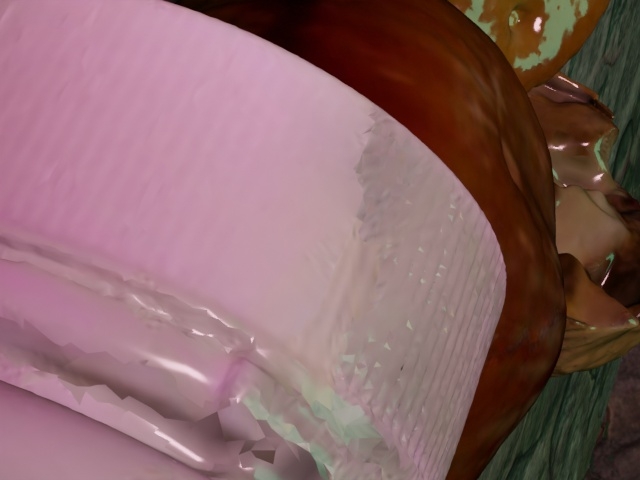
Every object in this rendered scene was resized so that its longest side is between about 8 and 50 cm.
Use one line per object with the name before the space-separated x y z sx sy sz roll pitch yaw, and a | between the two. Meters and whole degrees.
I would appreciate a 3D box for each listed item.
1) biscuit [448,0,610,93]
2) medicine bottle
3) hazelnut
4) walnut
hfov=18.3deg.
biscuit | 0.080 -0.176 1.040 0.220 0.066 0.220 -15 113 -39
medicine bottle | -0.088 0.106 0.534 0.241 0.241 0.302 77 32 -59
hazelnut | 0.000 0.000 0.799 0.217 0.217 0.251 79 17 -57
walnut | 0.128 0.004 1.266 0.238 0.204 0.141 -57 170 -46
